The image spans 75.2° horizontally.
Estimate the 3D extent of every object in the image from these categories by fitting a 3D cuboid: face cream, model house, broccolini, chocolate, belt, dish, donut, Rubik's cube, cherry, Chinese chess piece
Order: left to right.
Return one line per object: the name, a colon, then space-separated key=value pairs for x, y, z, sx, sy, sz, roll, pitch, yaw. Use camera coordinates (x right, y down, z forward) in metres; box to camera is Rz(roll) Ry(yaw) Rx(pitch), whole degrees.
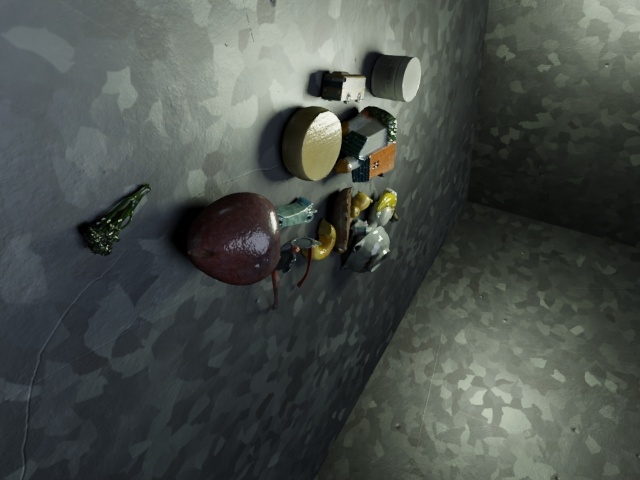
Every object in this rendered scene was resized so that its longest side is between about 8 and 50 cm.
broccolini: x=-0.437 y=-0.055 z=0.917 sx=0.201 sy=0.058 sz=0.074 roll=-54 pitch=156 yaw=-25
cherry: x=-0.234 y=-0.001 z=1.152 sx=0.307 sy=0.221 sz=0.262 roll=-15 pitch=114 yaw=-42
belt: x=-0.117 y=-0.089 z=1.446 sx=0.302 sy=0.072 sz=0.088 roll=-22 pitch=129 yaw=-54
Chinese chess piece: x=-0.029 y=-0.329 z=1.418 sx=0.250 sy=0.097 sz=0.251 roll=-38 pitch=138 yaw=-44
donut: x=0.001 y=0.010 z=1.721 sx=0.181 sy=0.078 sz=0.146 roll=-46 pitch=142 yaw=-34
chocolate: x=0.085 y=-0.095 z=1.784 sx=0.161 sy=0.083 sz=0.262 roll=-67 pitch=162 yaw=-64
model house: x=0.145 y=-0.361 z=1.668 sx=0.300 sy=0.190 sz=0.272 roll=-33 pitch=141 yaw=-26
Rubik's cube: x=0.190 y=-0.067 z=2.011 sx=0.073 sy=0.084 sz=0.075 roll=-78 pitch=-177 yaw=-48
dish: x=0.253 y=0.070 z=2.065 sx=0.303 sy=0.120 sz=0.303 roll=-41 pitch=161 yaw=-18
face cream: x=0.313 y=-0.676 z=1.734 sx=0.177 sy=0.152 sz=0.178 roll=-37 pitch=136 yaw=-46

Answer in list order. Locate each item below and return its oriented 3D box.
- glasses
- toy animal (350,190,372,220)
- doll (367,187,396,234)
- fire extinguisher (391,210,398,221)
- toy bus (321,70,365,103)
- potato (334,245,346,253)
glasses: x=-0.097 y=0.133 z=1.585 sx=0.234 sy=0.117 sz=0.269 roll=-42 pitch=141 yaw=-44
toy animal: x=0.163 y=-0.141 z=1.904 sx=0.160 sy=0.083 sz=0.070 roll=-55 pitch=173 yaw=-11
doll: x=0.310 y=-0.147 z=2.121 sx=0.252 sy=0.110 sz=0.237 roll=-64 pitch=166 yaw=18
fire extinguisher: x=0.424 y=-0.140 z=2.415 sx=0.173 sy=0.035 sz=0.049 roll=40 pitch=69 yaw=-58
toy bus: x=0.085 y=-0.546 z=1.479 sx=0.182 sy=0.091 sz=0.103 roll=-30 pitch=132 yaw=-52
potato: x=0.096 y=0.036 z=1.942 sx=0.083 sy=0.040 sz=0.051 roll=0 pitch=114 yaw=-59
